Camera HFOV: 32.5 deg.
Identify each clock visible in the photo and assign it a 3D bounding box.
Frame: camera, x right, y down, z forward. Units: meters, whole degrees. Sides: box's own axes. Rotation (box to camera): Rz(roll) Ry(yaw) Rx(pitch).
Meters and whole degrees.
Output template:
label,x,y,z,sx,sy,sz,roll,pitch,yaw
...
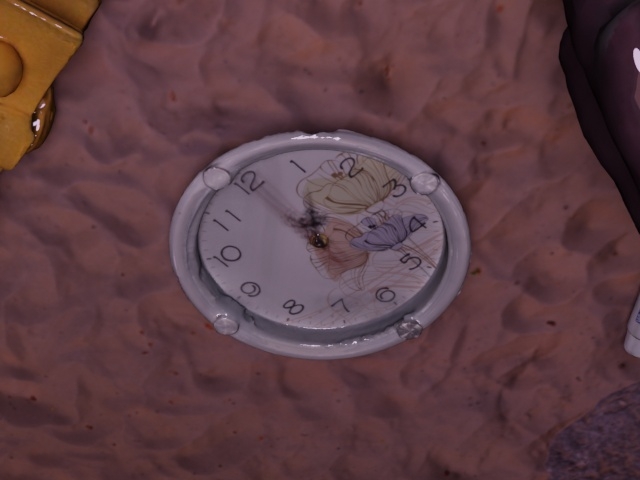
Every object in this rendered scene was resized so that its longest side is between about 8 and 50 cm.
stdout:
label,x,y,z,sx,sy,sz,roll,pitch,yaw
clock,0.000,0.000,0.867,0.236,0.053,0.236,2,130,2

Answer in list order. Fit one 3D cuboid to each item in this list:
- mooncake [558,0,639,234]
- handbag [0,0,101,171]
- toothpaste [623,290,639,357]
label,x,y,z,sx,sy,sz,roll,pitch,yaw
mooncake,0.327,-0.141,0.618,0.381,0.212,0.350,-27,143,15
handbag,-0.356,-0.078,0.775,0.283,0.133,0.401,26,124,-25
toothpaste,0.292,0.007,0.885,0.052,0.033,0.218,6,125,-9
